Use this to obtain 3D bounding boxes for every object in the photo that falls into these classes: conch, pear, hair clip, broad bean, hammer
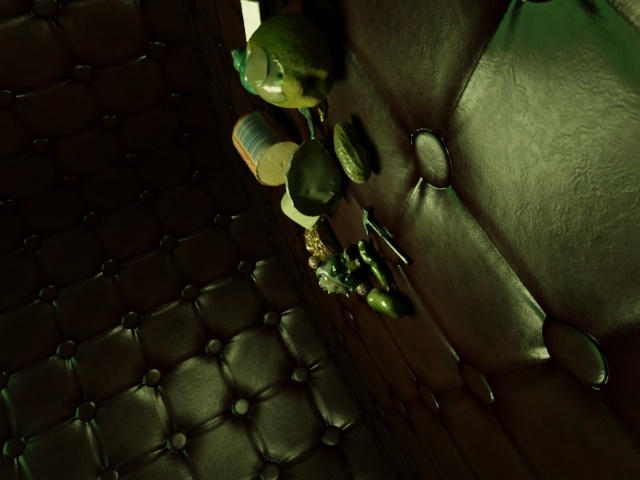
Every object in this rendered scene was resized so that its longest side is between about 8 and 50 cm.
[{"bbox_3d":[-0.276,-0.693,1.813,0.202,0.134,0.196,64,164,-2],"label":"conch"},{"bbox_3d":[-0.079,-0.503,1.279,0.271,0.271,0.271,57,164,27],"label":"pear"},{"bbox_3d":[-0.055,-0.455,1.626,0.066,0.036,0.229,104,145,-61],"label":"hair clip"},{"bbox_3d":[0.198,0.089,1.604,0.213,0.048,0.070,57,169,13],"label":"broad bean"},{"bbox_3d":[0.236,0.228,1.599,0.124,0.082,0.174,35,180,-29],"label":"broad bean"},{"bbox_3d":[0.213,-0.001,1.456,0.246,0.029,0.103,53,161,34],"label":"hammer"}]

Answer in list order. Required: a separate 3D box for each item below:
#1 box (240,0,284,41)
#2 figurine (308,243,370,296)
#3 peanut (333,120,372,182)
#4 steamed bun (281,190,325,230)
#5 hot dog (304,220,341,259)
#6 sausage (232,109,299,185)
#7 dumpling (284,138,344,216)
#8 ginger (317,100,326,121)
[{"bbox_3d":[-0.168,-0.705,1.334,0.058,0.201,0.141,14,148,8],"label":"box"},{"bbox_3d":[0.093,0.114,1.810,0.281,0.167,0.370,29,154,-4],"label":"figurine"},{"bbox_3d":[0.094,-0.261,1.327,0.194,0.083,0.093,67,165,-5],"label":"peanut"},{"bbox_3d":[-0.034,-0.171,1.835,0.200,0.170,0.225,36,152,-12],"label":"steamed bun"},{"bbox_3d":[-0.002,0.003,2.037,0.258,0.114,0.175,62,164,10],"label":"hot dog"},{"bbox_3d":[-0.230,-0.402,1.945,0.287,0.233,0.233,52,161,37],"label":"sausage"},{"bbox_3d":[-0.031,-0.219,1.604,0.292,0.205,0.163,64,180,-33],"label":"dumpling"},{"bbox_3d":[0.006,-0.433,1.465,0.048,0.030,0.097,-87,-12,-54],"label":"ginger"}]
